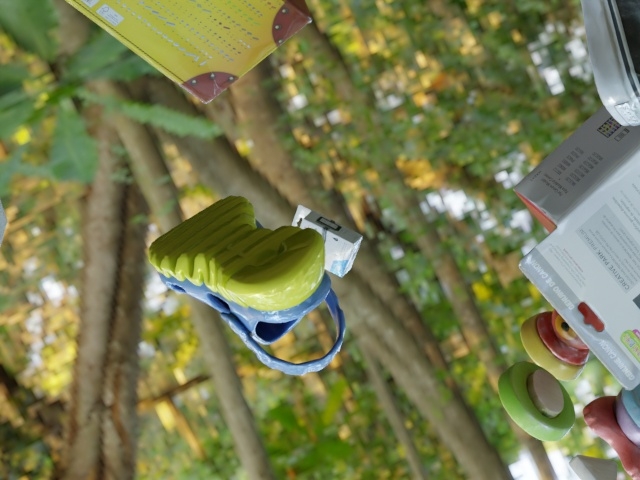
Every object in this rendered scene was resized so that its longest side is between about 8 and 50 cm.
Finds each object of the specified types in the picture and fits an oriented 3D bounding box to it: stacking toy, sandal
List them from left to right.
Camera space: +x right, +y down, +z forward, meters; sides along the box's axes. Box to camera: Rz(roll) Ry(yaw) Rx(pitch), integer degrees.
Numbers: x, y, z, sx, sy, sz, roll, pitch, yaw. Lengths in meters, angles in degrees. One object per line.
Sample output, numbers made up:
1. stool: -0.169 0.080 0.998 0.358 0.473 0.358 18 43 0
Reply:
1. sandal: -0.071 0.047 1.540 0.126 0.138 0.317 -33 -156 -13
2. stacking toy: 0.426 0.226 2.353 0.130 0.309 0.279 -49 173 33

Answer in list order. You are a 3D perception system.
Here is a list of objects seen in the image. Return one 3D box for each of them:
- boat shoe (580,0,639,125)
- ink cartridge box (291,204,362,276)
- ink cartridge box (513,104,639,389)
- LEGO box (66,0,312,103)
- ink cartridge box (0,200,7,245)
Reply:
1. boat shoe: 0.318 -0.270 1.545 0.119 0.335 0.121 -21 152 26
2. ink cartridge box: 0.000 0.000 1.768 0.083 0.048 0.028 27 -149 13
3. ink cartridge box: 0.409 0.004 2.077 0.272 0.309 0.130 -42 -148 1
4. LEGO box: -0.270 -0.459 1.963 0.193 0.500 0.372 -36 -133 18
5. ink cartridge box: -0.474 0.067 1.795 0.165 0.065 0.332 -4 -141 7
